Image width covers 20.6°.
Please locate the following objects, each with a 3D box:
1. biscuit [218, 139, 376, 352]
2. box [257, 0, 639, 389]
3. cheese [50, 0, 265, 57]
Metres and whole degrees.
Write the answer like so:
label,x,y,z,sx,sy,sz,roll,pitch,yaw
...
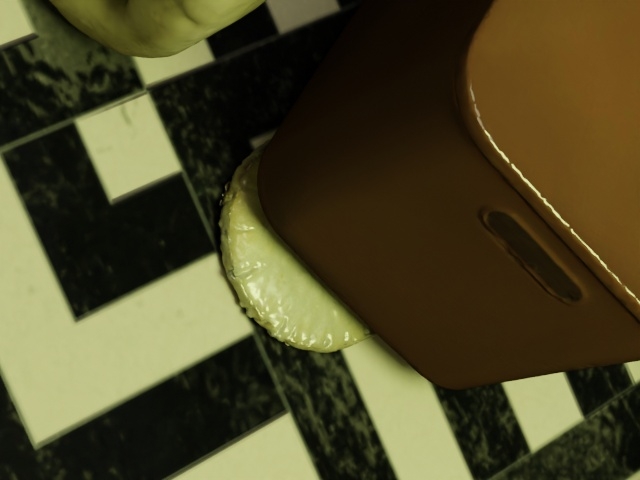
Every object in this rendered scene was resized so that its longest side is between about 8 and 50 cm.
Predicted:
label,x,y,z,sx,sy,sz,roll,pitch,yaw
biscuit,0.000,0.000,1.143,0.152,0.020,0.152,7,77,-33
box,0.152,-0.092,1.120,0.239,0.229,0.339,44,55,-18
cheese,-0.107,-0.224,1.017,0.218,0.235,0.117,33,42,19
